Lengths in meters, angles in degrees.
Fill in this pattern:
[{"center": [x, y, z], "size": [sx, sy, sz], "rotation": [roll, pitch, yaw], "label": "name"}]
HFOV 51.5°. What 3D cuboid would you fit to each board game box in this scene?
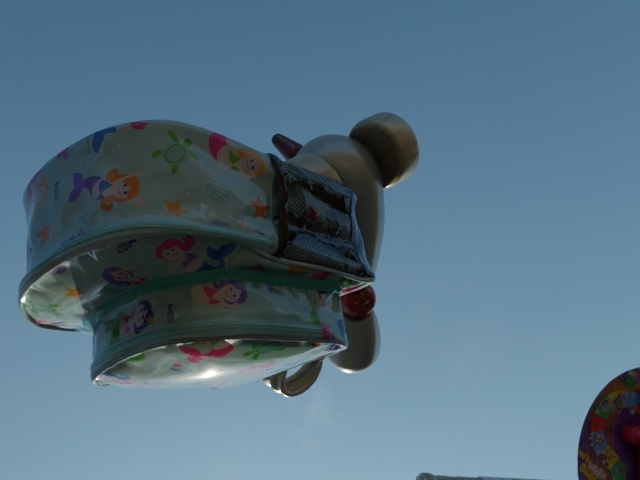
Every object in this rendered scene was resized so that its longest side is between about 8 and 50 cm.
[{"center": [0.307, 0.201, 0.594], "size": [0.133, 0.033, 0.169], "rotation": [-44, -80, -19], "label": "board game box"}]

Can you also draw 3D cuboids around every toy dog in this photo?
[{"center": [0.000, 0.000, 0.791], "size": [0.220, 0.161, 0.334], "rotation": [-6, -62, -45], "label": "toy dog"}]

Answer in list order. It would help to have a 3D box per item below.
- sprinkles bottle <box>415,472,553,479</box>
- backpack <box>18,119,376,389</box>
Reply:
[{"center": [0.313, 0.404, 0.952], "size": [0.355, 0.121, 0.121], "rotation": [5, -68, -7], "label": "sprinkles bottle"}, {"center": [-0.107, 0.020, 0.538], "size": [0.225, 0.191, 0.253], "rotation": [-25, -33, 35], "label": "backpack"}]
